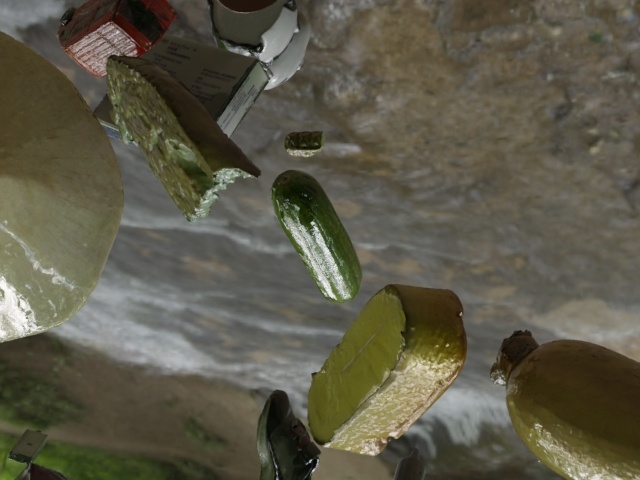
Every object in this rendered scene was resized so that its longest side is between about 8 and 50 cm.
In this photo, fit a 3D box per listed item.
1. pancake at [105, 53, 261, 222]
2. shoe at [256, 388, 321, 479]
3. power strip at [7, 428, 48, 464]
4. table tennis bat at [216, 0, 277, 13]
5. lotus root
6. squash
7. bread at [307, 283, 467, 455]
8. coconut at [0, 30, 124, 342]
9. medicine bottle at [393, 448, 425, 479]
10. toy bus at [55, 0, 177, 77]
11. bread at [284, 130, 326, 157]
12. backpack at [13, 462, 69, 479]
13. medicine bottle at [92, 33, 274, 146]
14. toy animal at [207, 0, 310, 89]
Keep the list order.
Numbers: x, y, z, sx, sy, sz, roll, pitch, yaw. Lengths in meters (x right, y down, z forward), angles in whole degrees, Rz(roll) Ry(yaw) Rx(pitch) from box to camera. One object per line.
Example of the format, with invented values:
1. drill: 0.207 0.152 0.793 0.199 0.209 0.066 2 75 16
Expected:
1. pancake: -0.161 -0.110 0.839 0.054 0.376 0.197 -26 124 -20
2. shoe: -0.046 0.374 1.325 0.112 0.228 0.099 1 -178 21
3. power strip: -0.480 0.339 1.260 0.040 0.016 0.090 19 -168 -6
4. table tennis bat: -0.100 -0.483 1.348 0.220 0.130 0.019 -33 -167 -17
5. lotus root: 0.282 0.181 0.734 0.146 0.131 0.303 40 170 -38
6. squash: 0.000 0.000 0.931 0.069 0.069 0.239 -6 141 20
7. bread: 0.068 0.138 0.789 0.094 0.102 0.245 12 136 -20
8. coconut: -0.242 -0.040 0.518 0.237 0.197 0.237 33 164 11
9. medicine bottle: 0.166 0.451 1.439 0.057 0.058 0.199 -5 -163 18
10. toy bus: -0.273 -0.262 0.975 0.195 0.089 0.081 -10 140 44
11. bread: -0.041 -0.245 1.950 0.110 0.060 0.066 0 133 18
12. backpack: -0.450 0.533 1.161 0.197 0.283 0.317 28 141 29
13. medicine bottle: -0.189 -0.193 1.028 0.201 0.171 0.052 21 161 30
14. toy animal: -0.112 -0.404 1.526 0.165 0.187 0.235 31 172 22
